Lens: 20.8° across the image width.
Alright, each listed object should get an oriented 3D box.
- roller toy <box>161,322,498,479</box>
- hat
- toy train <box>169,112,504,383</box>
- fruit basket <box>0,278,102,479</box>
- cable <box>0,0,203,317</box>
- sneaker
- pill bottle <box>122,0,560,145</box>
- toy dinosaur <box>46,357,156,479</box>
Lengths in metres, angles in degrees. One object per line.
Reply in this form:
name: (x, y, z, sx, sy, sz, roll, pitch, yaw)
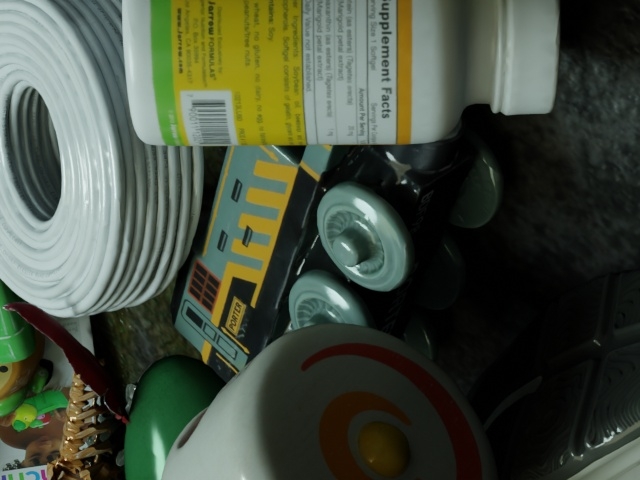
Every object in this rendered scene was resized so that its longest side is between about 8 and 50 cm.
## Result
roller toy: (0.007, 0.155, 1.093, 0.209, 0.191, 0.146, 11, 144, -28)
hat: (-0.124, 0.100, 1.338, 0.183, 0.173, 0.208, 63, 169, 1)
toy train: (0.000, 0.000, 1.216, 0.190, 0.142, 0.334, 40, 141, 19)
fruit basket: (-0.354, 0.135, 1.500, 0.165, 0.327, 0.353, -115, 20, -63)
cable: (-0.186, -0.072, 1.277, 0.257, 0.089, 0.257, 57, 140, 25)
sneaker: (0.215, 0.191, 1.218, 0.257, 0.169, 0.447, 33, 139, -13)
pill bottle: (0.014, -0.125, 1.026, 0.246, 0.136, 0.136, 0, 131, 2)
toy dinosaur: (-0.160, 0.228, 1.479, 0.164, 0.218, 0.322, 34, 140, 13)
